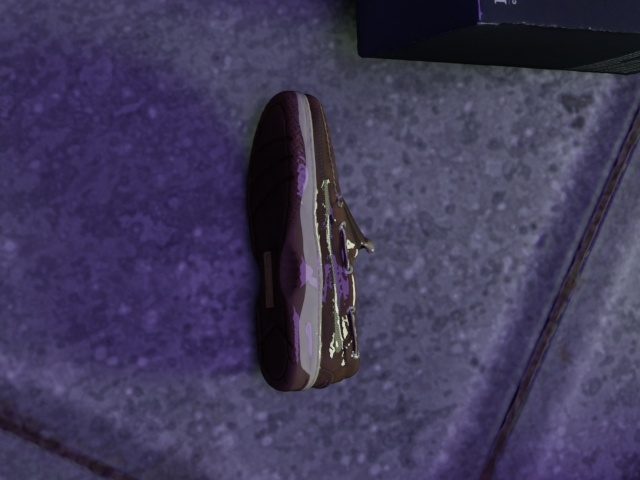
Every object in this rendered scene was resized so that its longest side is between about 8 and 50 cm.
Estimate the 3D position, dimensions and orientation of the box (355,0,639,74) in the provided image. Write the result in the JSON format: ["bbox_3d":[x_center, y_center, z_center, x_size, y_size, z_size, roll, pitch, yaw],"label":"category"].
[{"bbox_3d":[0.199,-0.329,1.411,0.312,0.179,0.343,0,86,-33],"label":"box"}]

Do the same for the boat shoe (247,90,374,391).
[{"bbox_3d":[-0.004,0.000,1.422,0.095,0.095,0.257,-1,93,-30],"label":"boat shoe"}]
